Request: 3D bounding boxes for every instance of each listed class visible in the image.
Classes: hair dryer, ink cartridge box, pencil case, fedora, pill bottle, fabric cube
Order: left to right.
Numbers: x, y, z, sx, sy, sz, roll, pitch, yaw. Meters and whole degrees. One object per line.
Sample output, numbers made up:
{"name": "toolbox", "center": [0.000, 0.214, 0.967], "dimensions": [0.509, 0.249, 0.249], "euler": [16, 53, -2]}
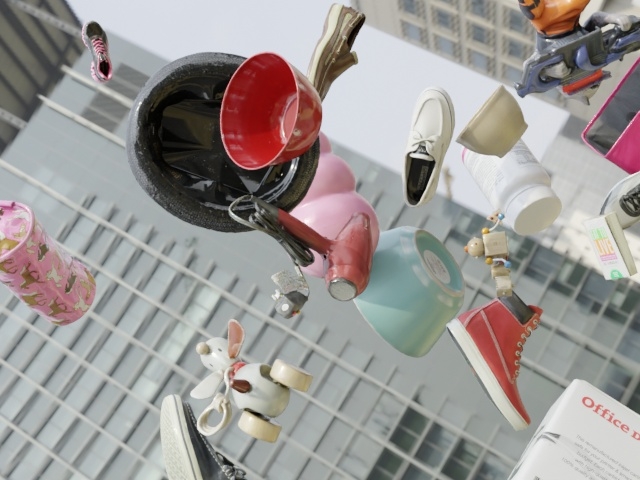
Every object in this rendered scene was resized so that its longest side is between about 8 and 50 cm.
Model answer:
{"name": "pencil case", "center": [-0.664, 0.056, 2.181], "dimensions": [0.160, 0.167, 0.386], "euler": [-33, -28, -6]}
{"name": "fedora", "center": [-0.169, -0.166, 1.646], "dimensions": [0.334, 0.334, 0.152], "euler": [-61, 4, -3]}
{"name": "hair dryer", "center": [0.000, 0.000, 1.568], "dimensions": [0.080, 0.224, 0.293], "euler": [-33, -13, 38]}
{"name": "pill bottle", "center": [0.486, -0.158, 2.382], "dimensions": [0.160, 0.283, 0.160], "euler": [-15, -39, -13]}
{"name": "ink cartridge box", "center": [0.380, 0.379, 1.345], "dimensions": [0.289, 0.211, 0.122], "euler": [-48, -15, -33]}
{"name": "fabric cube", "center": [0.844, -0.267, 2.298], "dimensions": [0.259, 0.258, 0.254], "euler": [-56, 10, 17]}

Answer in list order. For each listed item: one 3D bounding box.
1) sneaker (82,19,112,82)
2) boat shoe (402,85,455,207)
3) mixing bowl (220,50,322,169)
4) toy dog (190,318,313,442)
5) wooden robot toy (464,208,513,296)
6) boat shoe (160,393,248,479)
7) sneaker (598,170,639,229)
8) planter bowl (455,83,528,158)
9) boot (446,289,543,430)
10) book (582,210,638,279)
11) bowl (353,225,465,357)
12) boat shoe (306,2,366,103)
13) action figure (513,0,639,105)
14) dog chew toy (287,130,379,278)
{"name": "sneaker", "center": [-0.414, -0.354, 1.757], "dimensions": [0.047, 0.057, 0.119], "euler": [-18, -69, -19]}
{"name": "boat shoe", "center": [0.225, -0.199, 2.033], "dimensions": [0.088, 0.096, 0.268], "euler": [-44, -30, -63]}
{"name": "mixing bowl", "center": [-0.062, -0.193, 1.453], "dimensions": [0.098, 0.181, 0.182], "euler": [8, -69, -44]}
{"name": "toy dog", "center": [-0.173, 0.271, 1.852], "dimensions": [0.161, 0.333, 0.220], "euler": [32, -115, -37]}
{"name": "wooden robot toy", "center": [0.304, 0.023, 1.710], "dimensions": [0.076, 0.079, 0.173], "euler": [63, -157, -69]}
{"name": "boat shoe", "center": [-0.246, 0.589, 2.207], "dimensions": [0.156, 0.500, 0.187], "euler": [-17, -22, -28]}
{"name": "sneaker", "center": [0.743, -0.120, 2.121], "dimensions": [0.271, 0.100, 0.108], "euler": [-43, -7, 20]}
{"name": "planter bowl", "center": [0.392, -0.251, 2.085], "dimensions": [0.162, 0.109, 0.162], "euler": [-51, 0, -1]}
{"name": "boot", "center": [0.373, 0.221, 1.766], "dimensions": [0.176, 0.244, 0.088], "euler": [-29, -5, -3]}
{"name": "book", "center": [0.646, 0.014, 2.090], "dimensions": [0.035, 0.144, 0.096], "euler": [-22, 0, -19]}
{"name": "bowl", "center": [0.209, 0.089, 2.111], "dimensions": [0.163, 0.312, 0.311], "euler": [-38, -10, 25]}
{"name": "boat shoe", "center": [0.038, -0.410, 2.079], "dimensions": [0.095, 0.095, 0.258], "euler": [73, -147, -73]}
{"name": "action figure", "center": [0.483, -0.413, 1.711], "dimensions": [0.341, 0.178, 0.330], "euler": [-17, -61, -4]}
{"name": "dog chew toy", "center": [-0.005, -0.092, 1.987], "dimensions": [0.206, 0.332, 0.206], "euler": [-20, -7, -3]}
